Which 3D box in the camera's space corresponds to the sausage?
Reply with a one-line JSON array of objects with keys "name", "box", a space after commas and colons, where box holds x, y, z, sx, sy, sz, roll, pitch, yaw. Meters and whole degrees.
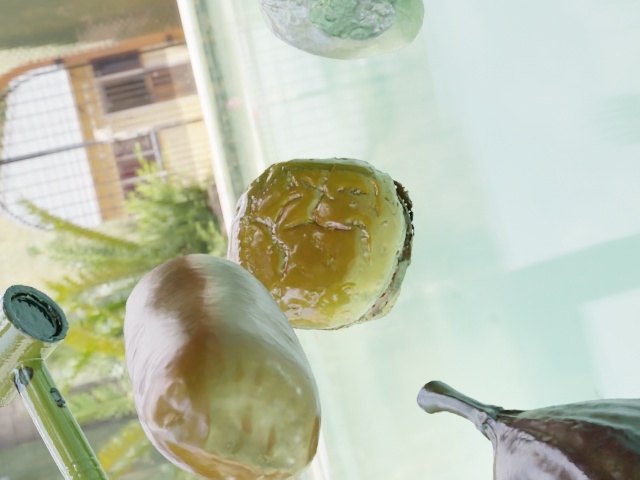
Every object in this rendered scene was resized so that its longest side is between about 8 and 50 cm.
[{"name": "sausage", "box": [-0.057, 0.064, 0.590, 0.238, 0.098, 0.098, -140, 37, -73]}]

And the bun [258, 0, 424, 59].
[{"name": "bun", "box": [0.024, -0.321, 1.345, 0.237, 0.210, 0.116, 41, 142, 36]}]

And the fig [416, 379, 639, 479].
[{"name": "fig", "box": [0.195, 0.202, 0.889, 0.320, 0.217, 0.217, 27, 140, 37]}]

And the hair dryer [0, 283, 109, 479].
[{"name": "hair dryer", "box": [-0.321, 0.196, 1.226, 0.090, 0.135, 0.279, 12, -144, -56]}]

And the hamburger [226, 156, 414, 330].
[{"name": "hamburger", "box": [0.000, 0.000, 1.348, 0.163, 0.244, 0.245, 37, -146, -65]}]
